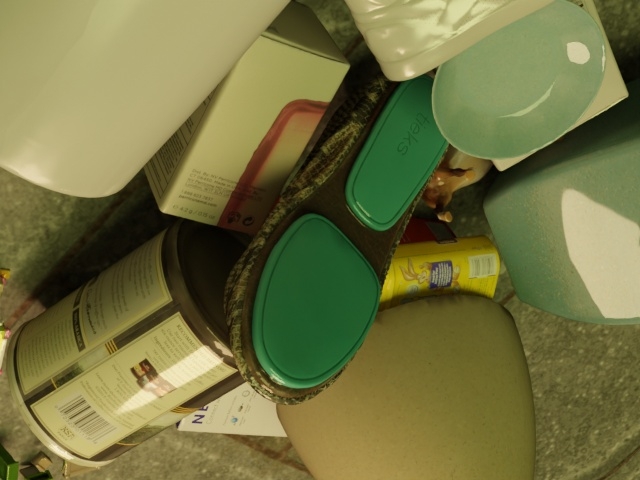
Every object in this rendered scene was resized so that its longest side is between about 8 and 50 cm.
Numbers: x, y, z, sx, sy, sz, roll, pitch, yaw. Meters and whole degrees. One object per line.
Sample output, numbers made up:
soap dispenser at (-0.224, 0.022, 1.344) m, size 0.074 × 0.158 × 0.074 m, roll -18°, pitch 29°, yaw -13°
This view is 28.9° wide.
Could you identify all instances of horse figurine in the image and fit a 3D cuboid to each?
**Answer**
horse figurine at (0.190, -0.103, 1.530) m, size 0.263 × 0.174 × 0.066 m, roll -38°, pitch 105°, yaw -9°

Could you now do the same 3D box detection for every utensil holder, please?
utensil holder at (-0.181, -0.278, 1.121) m, size 0.327 × 0.327 × 0.385 m, roll 28°, pitch 114°, yaw -36°

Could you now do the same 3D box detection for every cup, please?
cup at (0.136, 0.259, 1.548) m, size 0.331 × 0.237 × 0.331 m, roll -15°, pitch 146°, yaw -11°

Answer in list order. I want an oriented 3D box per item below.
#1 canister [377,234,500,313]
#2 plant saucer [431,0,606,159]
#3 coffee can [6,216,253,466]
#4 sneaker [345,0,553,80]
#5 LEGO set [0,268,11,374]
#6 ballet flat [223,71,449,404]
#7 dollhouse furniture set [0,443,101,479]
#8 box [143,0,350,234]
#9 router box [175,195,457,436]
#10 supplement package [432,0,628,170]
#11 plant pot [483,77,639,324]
canister at (0.130, 0.057, 1.553) m, size 0.170 × 0.073 × 0.126 m, roll -6°, pitch 128°, yaw -20°
plant saucer at (0.202, -0.175, 1.303) m, size 0.195 × 0.037 × 0.195 m, roll -10°, pitch 129°, yaw -13°
coffee can at (-0.198, 0.116, 1.445) m, size 0.275 × 0.201 × 0.201 m, roll -32°, pitch 133°, yaw 25°
sneaker at (0.146, -0.291, 1.157) m, size 0.292 × 0.108 × 0.169 m, roll -33°, pitch 122°, yaw 7°
LEGO set at (-0.418, 0.064, 1.418) m, size 0.132 × 0.107 × 0.287 m, roll -15°, pitch 130°, yaw -12°
ballet flat at (0.000, 0.000, 1.355) m, size 0.182 × 0.483 × 0.164 m, roll -22°, pitch 120°, yaw 45°
dollhouse furniture set at (-0.365, 0.283, 1.665) m, size 0.152 × 0.058 × 0.076 m, roll -12°, pitch 124°, yaw -39°
box at (-0.091, -0.147, 1.365) m, size 0.127 × 0.148 × 0.232 m, roll 15°, pitch 119°, yaw -31°
router box at (-0.011, 0.112, 1.641) m, size 0.301 × 0.082 × 0.335 m, roll 7°, pitch 122°, yaw -27°
supplement package at (0.191, -0.260, 1.375) m, size 0.175 × 0.177 × 0.293 m, roll -31°, pitch 131°, yaw 4°
plant pot at (0.349, -0.038, 1.540) m, size 0.252 × 0.247 × 0.248 m, roll -15°, pitch 110°, yaw 26°
